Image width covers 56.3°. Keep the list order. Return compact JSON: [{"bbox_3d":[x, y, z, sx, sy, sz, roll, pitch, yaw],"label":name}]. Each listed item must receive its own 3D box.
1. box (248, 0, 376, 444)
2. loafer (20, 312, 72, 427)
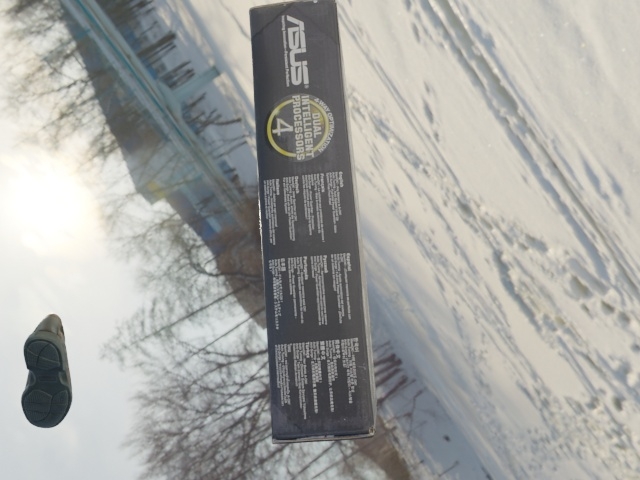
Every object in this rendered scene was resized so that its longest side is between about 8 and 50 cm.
[{"bbox_3d":[0.000,0.000,0.658,0.318,0.097,0.395,61,-157,-75],"label":"box"},{"bbox_3d":[-0.533,0.261,1.185,0.084,0.096,0.268,-98,22,-54],"label":"loafer"}]
